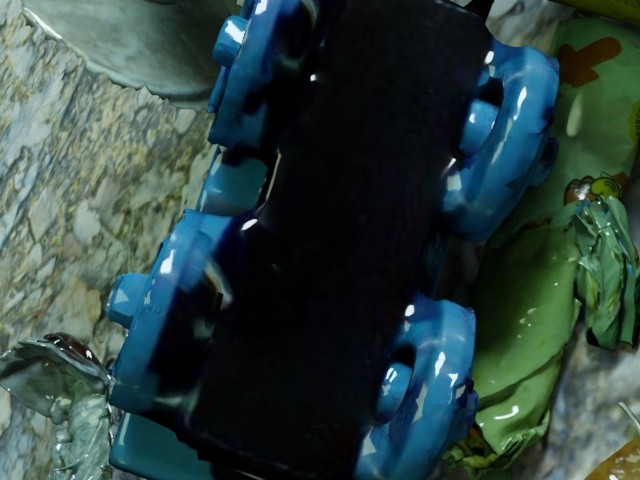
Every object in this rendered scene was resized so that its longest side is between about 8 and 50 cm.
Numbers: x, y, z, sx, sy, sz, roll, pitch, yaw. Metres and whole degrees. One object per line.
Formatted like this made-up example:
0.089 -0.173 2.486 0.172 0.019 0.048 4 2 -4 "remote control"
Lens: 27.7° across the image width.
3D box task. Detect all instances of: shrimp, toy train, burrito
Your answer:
-0.175 0.240 0.870 0.221 0.166 0.410 -40 31 31 "shrimp"
0.000 0.000 0.712 0.265 0.188 0.300 128 161 -76 "toy train"
0.138 -0.002 0.717 0.104 0.054 0.288 8 74 50 "burrito"

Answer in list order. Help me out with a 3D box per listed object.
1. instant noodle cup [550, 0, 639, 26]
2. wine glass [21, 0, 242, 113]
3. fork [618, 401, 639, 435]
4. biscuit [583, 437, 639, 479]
0.165 -0.230 0.667 0.200 0.264 0.264 37 98 44 "instant noodle cup"
-0.055 -0.263 0.807 0.323 0.238 0.238 -49 38 36 "wine glass"
0.160 0.171 0.600 0.028 0.034 0.219 -27 49 27 "fork"
0.178 0.159 0.558 0.188 0.027 0.187 -19 49 24 "biscuit"
